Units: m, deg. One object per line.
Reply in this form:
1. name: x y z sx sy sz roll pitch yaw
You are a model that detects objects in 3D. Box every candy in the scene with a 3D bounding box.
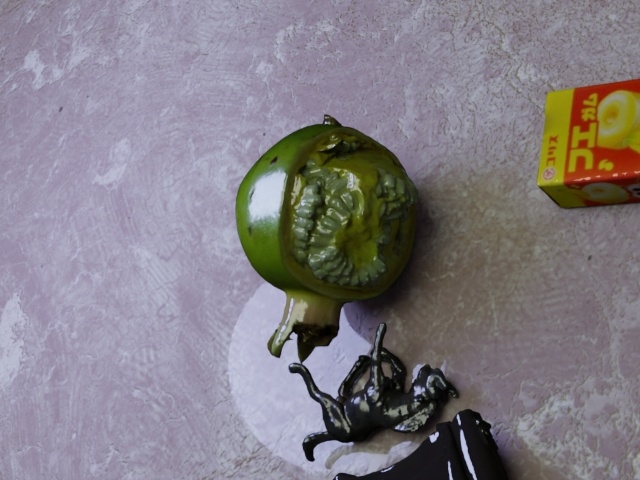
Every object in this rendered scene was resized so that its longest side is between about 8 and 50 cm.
1. candy: 0.415 -0.127 1.478 0.276 0.088 0.146 -6 65 34

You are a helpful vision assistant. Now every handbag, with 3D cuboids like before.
1. handbag: 0.117 0.362 1.433 0.285 0.113 0.257 -36 44 26

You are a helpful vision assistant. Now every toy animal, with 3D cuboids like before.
1. toy animal: 0.060 0.208 1.573 0.232 0.084 0.148 -27 56 19

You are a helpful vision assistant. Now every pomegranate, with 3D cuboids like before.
1. pomegranate: 0.000 0.000 1.618 0.260 0.260 0.341 13 82 40
